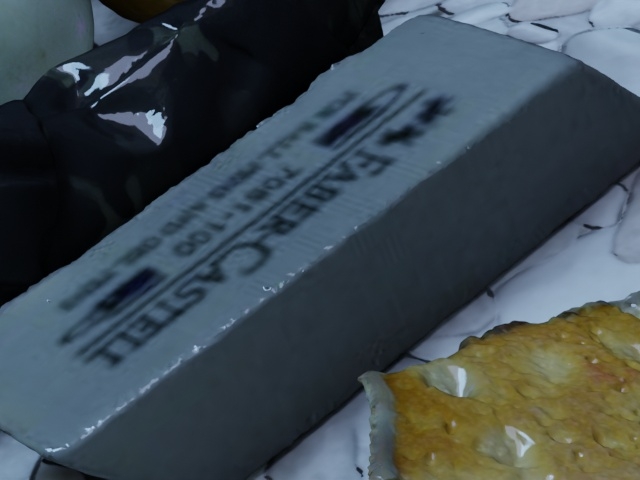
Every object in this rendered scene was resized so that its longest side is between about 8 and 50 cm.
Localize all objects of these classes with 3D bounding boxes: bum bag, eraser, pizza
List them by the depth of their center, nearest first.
[{"bbox_3d":[0.103,0.084,0.710,0.188,0.081,0.204,5,23,-4],"label":"pizza"},{"bbox_3d":[0.000,-0.001,0.876,0.352,0.077,0.111,-37,36,-25],"label":"eraser"},{"bbox_3d":[-0.091,-0.040,0.922,0.340,0.144,0.095,-36,49,-24],"label":"bum bag"}]

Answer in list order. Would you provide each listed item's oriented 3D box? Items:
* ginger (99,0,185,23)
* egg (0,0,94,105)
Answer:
[{"bbox_3d":[-0.110,-0.228,1.175,0.165,0.172,0.321,-12,43,-28],"label":"ginger"},{"bbox_3d":[-0.224,-0.114,1.091,0.209,0.151,0.151,-3,36,26],"label":"egg"}]
